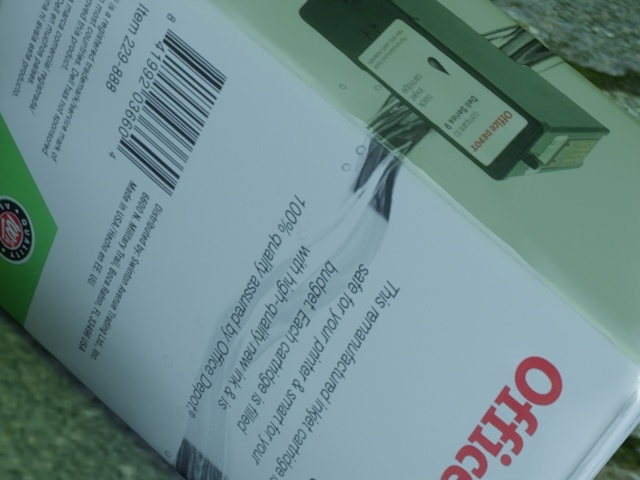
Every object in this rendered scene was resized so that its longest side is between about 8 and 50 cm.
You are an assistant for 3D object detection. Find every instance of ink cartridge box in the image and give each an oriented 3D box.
[{"bbox_3d":[0.000,0.000,0.753,0.289,0.211,0.121,41,43,13],"label":"ink cartridge box"}]

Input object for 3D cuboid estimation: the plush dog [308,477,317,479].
[{"bbox_3d":[-0.036,0.219,0.561,0.262,0.210,0.225,-28,89,-42],"label":"plush dog"}]
